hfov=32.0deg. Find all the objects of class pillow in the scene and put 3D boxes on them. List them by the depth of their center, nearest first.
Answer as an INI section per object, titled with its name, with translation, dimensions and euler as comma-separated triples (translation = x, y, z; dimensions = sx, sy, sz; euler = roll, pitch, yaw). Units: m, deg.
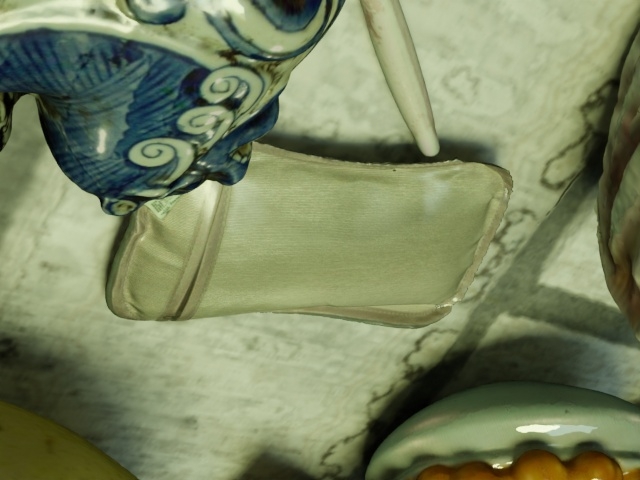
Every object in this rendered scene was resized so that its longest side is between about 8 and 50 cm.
[pillow]
translation = 0.000, 0.000, 0.618
dimensions = 0.232, 0.038, 0.131
euler = 1, 129, -27

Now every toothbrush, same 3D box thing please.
[toothbrush]
translation = 0.010, -0.144, 0.510
dimensions = 0.029, 0.025, 0.307
euler = -23, 135, 3

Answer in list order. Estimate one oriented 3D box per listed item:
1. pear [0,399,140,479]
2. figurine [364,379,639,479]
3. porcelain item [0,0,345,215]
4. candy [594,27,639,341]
[pear]
translation = -0.198, 0.216, 0.531
dimensions = 0.309, 0.309, 0.309
euler = -14, 133, -16
[figurine]
translation = 0.151, 0.284, 0.753
dimensions = 0.224, 0.382, 0.205
euler = -7, 176, 2
[porcelain item]
translation = -0.130, -0.093, 0.421
dimensions = 0.288, 0.138, 0.186
euler = -5, 143, -30
[candy]
translation = 0.262, -0.067, 0.575
dimensions = 0.157, 0.214, 0.290
euler = 5, 122, -32
